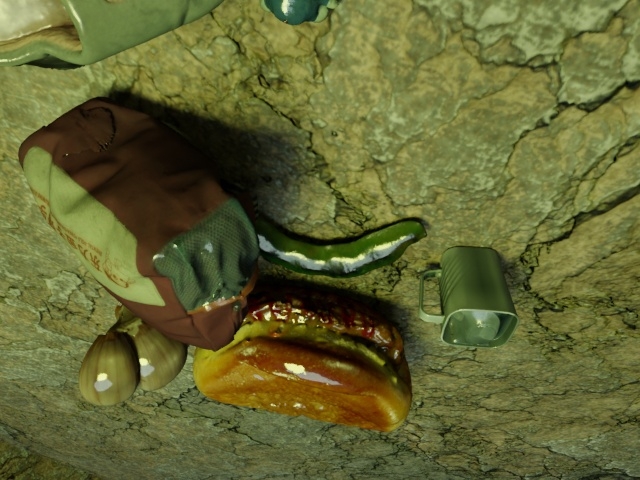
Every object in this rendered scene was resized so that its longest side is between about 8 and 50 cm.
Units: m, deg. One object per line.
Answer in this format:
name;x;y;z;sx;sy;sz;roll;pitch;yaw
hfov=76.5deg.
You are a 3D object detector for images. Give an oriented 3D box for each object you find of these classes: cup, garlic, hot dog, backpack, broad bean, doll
cup;0.209;0.084;0.603;0.128;0.130;0.095;3;135;7
garlic;-0.332;0.212;0.772;0.160;0.214;0.191;1;126;-5
hot dog;-0.020;0.194;0.714;0.404;0.185;0.223;12;138;-3
backpack;-0.182;0.007;0.525;0.283;0.197;0.317;38;156;27
broad bean;0.000;0.000;0.608;0.291;0.049;0.144;13;132;-2
doll;-0.017;-0.239;0.366;0.076;0.051;0.083;10;135;-8

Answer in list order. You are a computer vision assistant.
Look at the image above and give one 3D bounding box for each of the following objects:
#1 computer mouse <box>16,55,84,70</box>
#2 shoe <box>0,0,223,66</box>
computer mouse;-0.240;-0.281;0.329;0.168;0.087;0.295;15;126;-30
shoe;-0.177;-0.193;0.306;0.250;0.100;0.103;-20;136;-1
